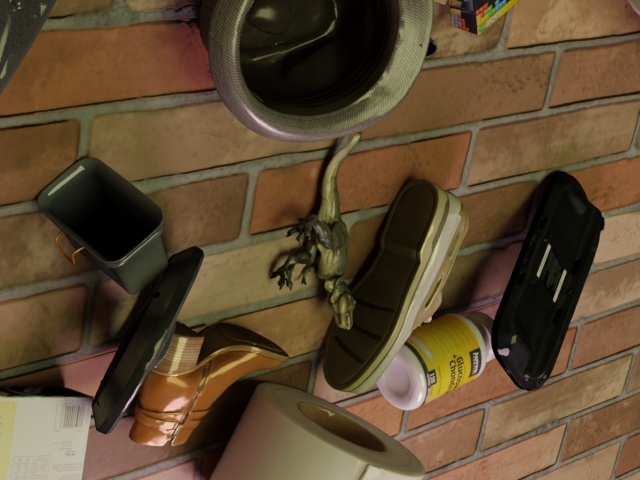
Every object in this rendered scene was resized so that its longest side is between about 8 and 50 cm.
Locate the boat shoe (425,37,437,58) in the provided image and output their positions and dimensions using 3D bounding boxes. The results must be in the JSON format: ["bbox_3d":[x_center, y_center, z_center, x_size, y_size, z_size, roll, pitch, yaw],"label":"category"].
[{"bbox_3d":[0.086,-0.241,1.809,0.142,0.040,0.049,-8,120,-44],"label":"boat shoe"}]

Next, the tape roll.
[{"bbox_3d":[-0.009,0.311,1.908,0.246,0.246,0.169,21,98,-51],"label":"tape roll"}]

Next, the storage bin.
[{"bbox_3d":[-0.225,-0.003,1.568,0.098,0.135,0.091,-43,148,-19],"label":"storage bin"}]

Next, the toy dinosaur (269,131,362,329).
[{"bbox_3d":[0.000,0.000,1.865,0.118,0.064,0.268,-27,130,-42],"label":"toy dinosaur"}]

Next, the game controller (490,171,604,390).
[{"bbox_3d":[0.334,0.058,2.194,0.166,0.067,0.319,45,58,-38],"label":"game controller"}]

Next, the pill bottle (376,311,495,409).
[{"bbox_3d":[0.170,0.164,2.114,0.184,0.103,0.103,-21,129,-37],"label":"pill bottle"}]

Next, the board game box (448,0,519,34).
[{"bbox_3d":[0.224,-0.361,1.858,0.170,0.048,0.141,-42,140,-30],"label":"board game box"}]

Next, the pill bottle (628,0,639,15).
[{"bbox_3d":[0.594,-0.341,2.155,0.361,0.204,0.204,16,102,-51],"label":"pill bottle"}]

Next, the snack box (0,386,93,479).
[{"bbox_3d":[-0.391,0.250,1.572,0.322,0.060,0.187,7,92,-49],"label":"snack box"}]

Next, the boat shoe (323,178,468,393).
[{"bbox_3d":[0.111,0.073,1.984,0.103,0.113,0.302,24,95,-46],"label":"boat shoe"}]

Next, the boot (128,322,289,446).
[{"bbox_3d":[-0.140,0.181,1.823,0.197,0.073,0.152,9,107,-37],"label":"boot"}]

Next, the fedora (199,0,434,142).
[{"bbox_3d":[-0.023,-0.237,1.627,0.275,0.124,0.244,-10,119,-33],"label":"fedora"}]

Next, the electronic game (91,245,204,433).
[{"bbox_3d":[-0.188,0.109,1.640,0.048,0.229,0.229,28,94,-8],"label":"electronic game"}]

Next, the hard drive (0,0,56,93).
[{"bbox_3d":[-0.368,-0.167,1.362,0.255,0.054,0.172,-56,142,-3],"label":"hard drive"}]

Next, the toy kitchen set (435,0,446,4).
[{"bbox_3d":[0.138,-0.331,1.778,0.068,0.075,0.083,9,107,-50],"label":"toy kitchen set"}]
